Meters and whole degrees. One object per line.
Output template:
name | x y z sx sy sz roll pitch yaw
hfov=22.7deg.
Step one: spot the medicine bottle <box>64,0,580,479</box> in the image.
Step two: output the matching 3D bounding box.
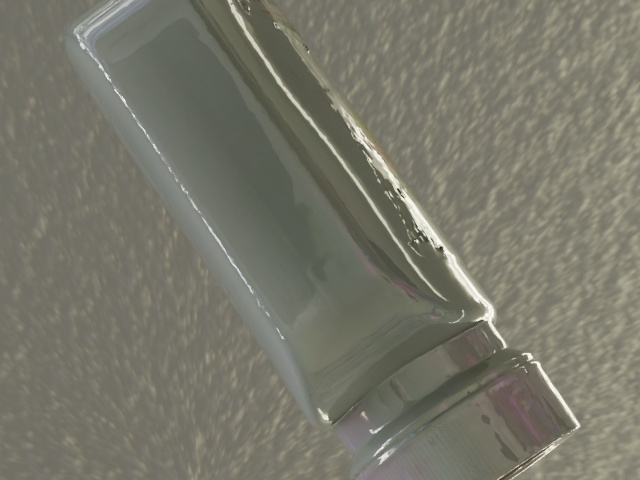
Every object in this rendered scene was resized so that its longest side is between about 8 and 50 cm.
medicine bottle | 0.000 0.000 0.787 0.111 0.161 0.296 -35 -104 9
